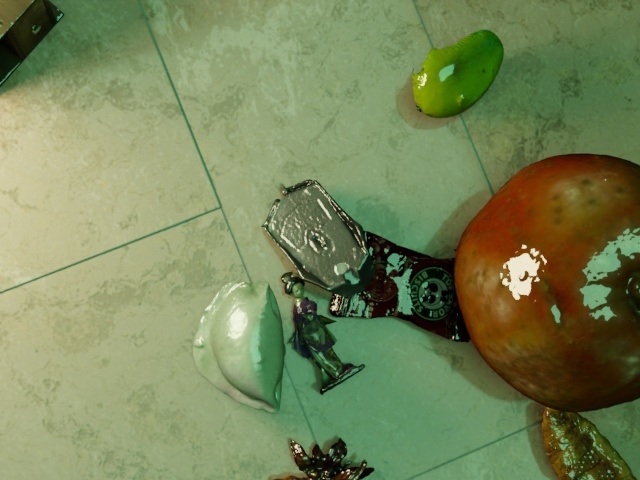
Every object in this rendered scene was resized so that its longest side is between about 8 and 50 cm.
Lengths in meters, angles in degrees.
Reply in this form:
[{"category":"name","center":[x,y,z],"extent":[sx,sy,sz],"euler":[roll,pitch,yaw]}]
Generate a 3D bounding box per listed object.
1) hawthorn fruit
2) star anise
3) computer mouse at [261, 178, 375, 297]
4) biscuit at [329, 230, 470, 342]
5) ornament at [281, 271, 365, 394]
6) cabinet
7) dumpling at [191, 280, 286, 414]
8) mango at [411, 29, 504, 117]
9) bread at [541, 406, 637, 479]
[{"category":"hawthorn fruit","center":[0.412,0.072,1.680],"extent":[0.403,0.403,0.403],"euler":[1,85,-7]},{"category":"star anise","center":[0.002,0.388,1.775],"extent":[0.168,0.057,0.168],"euler":[0,88,2]},{"category":"computer mouse","center":[0.003,-0.001,1.791],"extent":[0.126,0.071,0.231],"euler":[-46,63,5]},{"category":"biscuit","center":[0.143,0.071,1.816],"extent":[0.235,0.063,0.151],"euler":[12,87,-7]},{"category":"ornament","center":[-0.012,0.143,1.781],"extent":[0.088,0.081,0.203],"euler":[-28,88,-9]},{"category":"cabinet","center":[-0.520,-0.337,1.717],"extent":[0.148,0.175,0.215],"euler":[39,81,-2]},{"category":"dumpling","center":[-0.119,0.172,1.767],"extent":[0.105,0.149,0.217],"euler":[-8,86,-41]},{"category":"mango","center":[0.229,-0.271,1.828],"extent":[0.178,0.119,0.100],"euler":[-39,68,-8]},{"category":"bread","center":[0.434,0.366,1.817],"extent":[0.105,0.076,0.233],"euler":[-40,83,-21]}]
